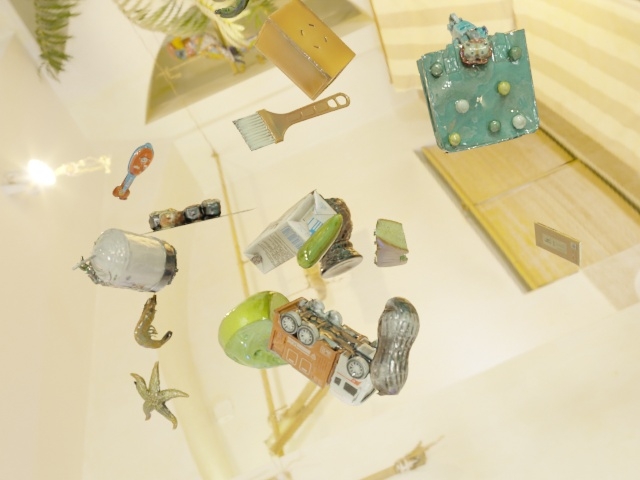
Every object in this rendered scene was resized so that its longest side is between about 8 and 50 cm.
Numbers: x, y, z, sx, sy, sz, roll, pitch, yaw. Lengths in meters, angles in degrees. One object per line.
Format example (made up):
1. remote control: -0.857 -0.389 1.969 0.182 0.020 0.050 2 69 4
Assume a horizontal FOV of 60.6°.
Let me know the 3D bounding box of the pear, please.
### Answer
1. pear: -0.259 0.362 2.201 0.238 0.318 0.342 -96 -19 -45

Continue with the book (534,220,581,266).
1. book: 0.795 0.010 1.837 0.172 0.012 0.118 35 157 44

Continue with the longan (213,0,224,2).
1. longan: -0.292 -0.724 1.563 0.075 0.075 0.083 -110 12 -73

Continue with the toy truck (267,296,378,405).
1. toy truck: 0.024 0.355 1.728 0.387 0.207 0.173 30 -153 26

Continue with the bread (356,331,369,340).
1. bread: 0.125 0.391 1.949 0.192 0.119 0.067 23 157 12

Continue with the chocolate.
1. chocolate: 0.185 0.264 1.364 0.110 0.110 0.248 59 -135 -80

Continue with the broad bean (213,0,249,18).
1. broad bean: -0.234 -0.733 1.648 0.061 0.195 0.046 33 -153 -48

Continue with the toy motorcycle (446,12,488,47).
1. toy motorcycle: 0.533 -0.691 1.960 0.206 0.154 0.260 56 -170 -41

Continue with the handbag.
1. handbag: 0.399 -0.368 1.377 0.100 0.268 0.274 -81 -21 -75

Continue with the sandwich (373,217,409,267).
1. sandwich: 0.257 0.005 2.032 0.236 0.128 0.122 77 -174 -67

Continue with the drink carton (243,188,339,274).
1. drink carton: -0.110 -0.026 1.933 0.132 0.324 0.194 48 -131 -9

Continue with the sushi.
1. sushi: -0.302 -0.069 1.324 0.264 0.290 0.050 -104 2 -84

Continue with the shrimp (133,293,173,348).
1. shrimp: -0.530 0.266 1.776 0.124 0.034 0.178 28 -125 -25

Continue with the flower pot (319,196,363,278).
1. flower pot: 0.038 -0.001 2.255 0.267 0.266 0.266 64 180 17

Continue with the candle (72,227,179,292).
1. candle: -0.608 0.060 1.671 0.330 0.187 0.187 19 -137 -58

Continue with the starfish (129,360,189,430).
1. starfish: -0.464 0.458 1.602 0.053 0.176 0.208 -58 -46 -75

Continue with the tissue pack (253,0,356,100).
1. tissue pack: -0.055 -0.628 1.813 0.274 0.145 0.194 42 -132 -6

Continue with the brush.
1. brush: -0.050 -0.287 1.259 0.090 0.314 0.017 58 150 7

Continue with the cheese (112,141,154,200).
1. cheese: -0.723 -0.268 2.126 0.037 0.256 0.106 35 -174 27

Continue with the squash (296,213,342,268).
1. squash: 0.000 0.000 1.566 0.066 0.201 0.066 31 158 15
